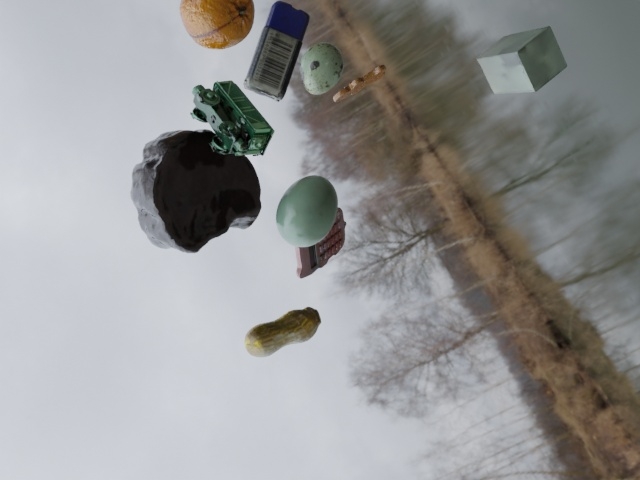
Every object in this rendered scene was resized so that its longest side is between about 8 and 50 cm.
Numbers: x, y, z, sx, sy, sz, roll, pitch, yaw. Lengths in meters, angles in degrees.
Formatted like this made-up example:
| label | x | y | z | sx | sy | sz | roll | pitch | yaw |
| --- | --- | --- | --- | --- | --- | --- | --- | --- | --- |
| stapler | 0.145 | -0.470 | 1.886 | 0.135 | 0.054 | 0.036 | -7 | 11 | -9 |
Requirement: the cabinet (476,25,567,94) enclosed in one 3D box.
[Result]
| label | x | y | z | sx | sy | sz | roll | pitch | yaw |
| --- | --- | --- | --- | --- | --- | --- | --- | --- | --- |
| cabinet | 0.646 | -0.576 | 1.820 | 0.145 | 0.150 | 0.206 | 54 | 170 | -22 |

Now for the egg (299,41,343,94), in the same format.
| label | x | y | z | sx | sy | sz | roll | pitch | yaw |
| --- | --- | --- | --- | --- | --- | --- | --- | --- | --- |
| egg | 0.001 | -0.337 | 1.108 | 0.085 | 0.110 | 0.085 | 20 | 166 | 5 |

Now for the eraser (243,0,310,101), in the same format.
| label | x | y | z | sx | sy | sz | roll | pitch | yaw |
| --- | --- | --- | --- | --- | --- | --- | --- | --- | --- |
| eraser | -0.161 | -0.680 | 2.037 | 0.155 | 0.331 | 0.101 | 18 | -179 | -17 |

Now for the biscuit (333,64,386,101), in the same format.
| label | x | y | z | sx | sy | sz | roll | pitch | yaw |
| --- | --- | --- | --- | --- | --- | --- | --- | --- | --- |
| biscuit | 0.159 | -0.653 | 2.340 | 0.036 | 0.250 | 0.165 | 59 | -178 | 1 |

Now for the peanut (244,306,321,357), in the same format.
| label | x | y | z | sx | sy | sz | roll | pitch | yaw |
| --- | --- | --- | --- | --- | --- | --- | --- | --- | --- |
| peanut | -0.092 | 0.229 | 1.409 | 0.087 | 0.207 | 0.087 | 50 | 151 | 41 |

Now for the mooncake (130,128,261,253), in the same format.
| label | x | y | z | sx | sy | sz | roll | pitch | yaw |
| --- | --- | --- | --- | --- | --- | --- | --- | --- | --- |
| mooncake | -0.374 | -0.153 | 1.677 | 0.381 | 0.212 | 0.350 | -12 | -79 | -47 |

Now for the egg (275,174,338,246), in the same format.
| label | x | y | z | sx | sy | sz | roll | pitch | yaw |
| --- | --- | --- | --- | --- | --- | --- | --- | --- | --- |
| egg | -0.037 | -0.086 | 1.618 | 0.168 | 0.168 | 0.230 | 51 | -129 | -41 |

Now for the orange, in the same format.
| label | x | y | z | sx | sy | sz | roll | pitch | yaw |
| --- | --- | --- | --- | --- | --- | --- | --- | --- | --- |
| orange | -0.257 | -0.581 | 1.430 | 0.161 | 0.193 | 0.193 | 23 | 159 | 46 |

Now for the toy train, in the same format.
| label | x | y | z | sx | sy | sz | roll | pitch | yaw |
| --- | --- | --- | --- | --- | --- | --- | --- | --- | --- |
| toy train | -0.262 | -0.340 | 1.595 | 0.155 | 0.115 | 0.269 | -15 | -123 | -43 |

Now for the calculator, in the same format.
| label | x | y | z | sx | sy | sz | roll | pitch | yaw |
| --- | --- | --- | --- | --- | --- | --- | --- | --- | --- |
| calculator | 0.000 | 0.000 | 2.193 | 0.330 | 0.048 | 0.219 | -34 | -52 | -42 |
